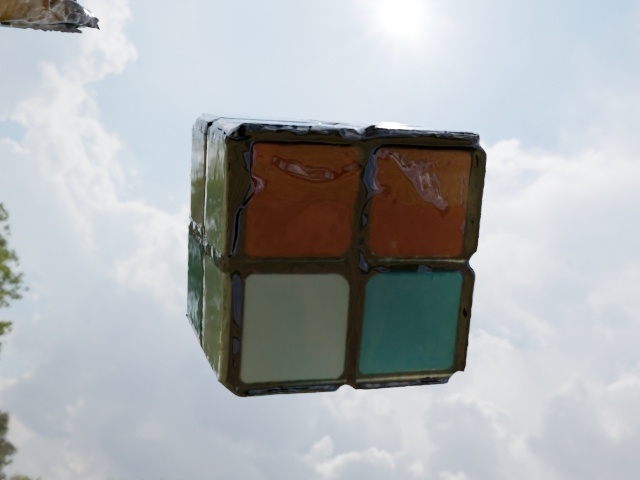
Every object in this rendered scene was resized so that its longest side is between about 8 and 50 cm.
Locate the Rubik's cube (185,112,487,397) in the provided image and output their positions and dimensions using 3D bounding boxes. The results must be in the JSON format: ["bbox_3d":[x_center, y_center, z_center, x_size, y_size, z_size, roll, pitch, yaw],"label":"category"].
[{"bbox_3d":[0.000,0.000,0.541,0.167,0.183,0.180,-145,-126,-70],"label":"Rubik's cube"}]

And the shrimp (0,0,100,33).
[{"bbox_3d":[-0.358,-0.328,0.885,0.164,0.317,0.062,-44,-101,15],"label":"shrimp"}]
